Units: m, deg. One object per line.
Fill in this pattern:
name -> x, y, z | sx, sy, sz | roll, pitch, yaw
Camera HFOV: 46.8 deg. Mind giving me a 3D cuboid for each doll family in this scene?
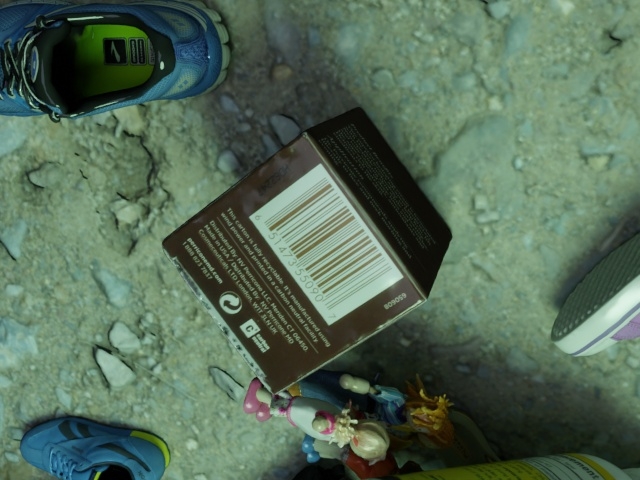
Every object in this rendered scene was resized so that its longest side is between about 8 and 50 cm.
doll family -> 0.050, 0.168, 0.733 | 0.163, 0.263, 0.118 | 12, 67, 26

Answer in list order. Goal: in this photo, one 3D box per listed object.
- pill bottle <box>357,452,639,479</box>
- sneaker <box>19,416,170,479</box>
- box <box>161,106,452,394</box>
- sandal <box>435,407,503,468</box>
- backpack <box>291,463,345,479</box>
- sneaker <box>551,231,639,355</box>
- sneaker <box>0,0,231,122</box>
pill bottle -> 0.184, 0.293, 0.659 | 0.333, 0.188, 0.188 | 0, 108, -20
sneaker -> -0.293, 0.271, 0.910 | 0.209, 0.082, 0.069 | 3, 108, 17
box -> 0.000, 0.000, 0.683 | 0.167, 0.203, 0.168 | -36, 93, 21
sandal -> 0.177, 0.259, 0.787 | 0.072, 0.049, 0.180 | -40, 92, 22
backpack -> 0.011, 0.363, 0.830 | 0.182, 0.115, 0.152 | 43, 109, -3
sneaker -> 0.354, 0.047, 0.652 | 0.282, 0.102, 0.161 | -42, 94, 22
sneaker -> -0.265, -0.186, 0.738 | 0.329, 0.147, 0.130 | -3, 104, 17
